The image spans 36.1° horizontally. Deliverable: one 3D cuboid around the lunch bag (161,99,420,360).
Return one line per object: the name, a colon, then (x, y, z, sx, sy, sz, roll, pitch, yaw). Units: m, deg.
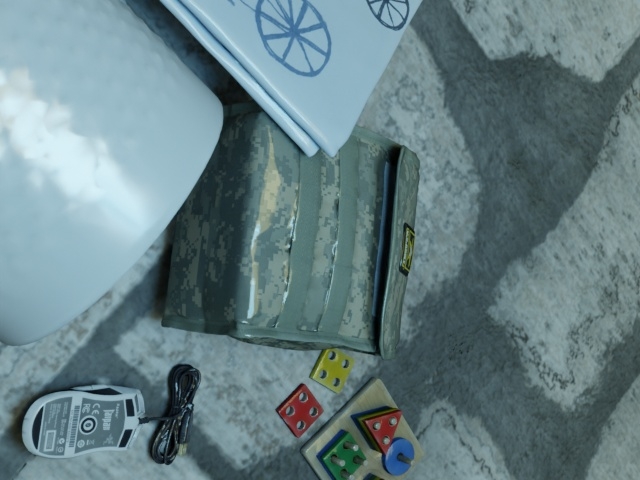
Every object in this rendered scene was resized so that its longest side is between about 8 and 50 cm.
lunch bag: (0.000, 0.000, 1.037, 0.287, 0.169, 0.235, 12, 82, -41)

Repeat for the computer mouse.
computer mouse: (-0.213, 0.176, 0.988, 0.193, 0.042, 0.106, 8, 95, -40)

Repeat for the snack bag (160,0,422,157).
snack bag: (-0.034, -0.298, 0.953, 0.323, 0.037, 0.342, 44, 53, -21)

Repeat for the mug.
mug: (-0.276, -0.155, 0.799, 0.328, 0.276, 0.374, 43, 41, -26)

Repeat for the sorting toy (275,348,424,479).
sorting toy: (0.059, 0.251, 1.174, 0.132, 0.046, 0.274, -41, 115, -24)
